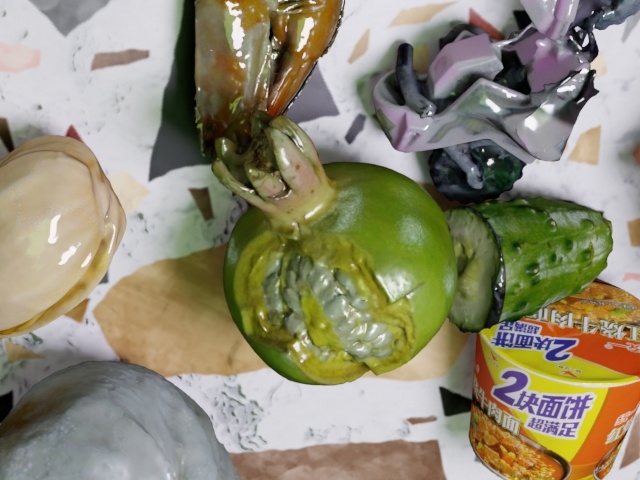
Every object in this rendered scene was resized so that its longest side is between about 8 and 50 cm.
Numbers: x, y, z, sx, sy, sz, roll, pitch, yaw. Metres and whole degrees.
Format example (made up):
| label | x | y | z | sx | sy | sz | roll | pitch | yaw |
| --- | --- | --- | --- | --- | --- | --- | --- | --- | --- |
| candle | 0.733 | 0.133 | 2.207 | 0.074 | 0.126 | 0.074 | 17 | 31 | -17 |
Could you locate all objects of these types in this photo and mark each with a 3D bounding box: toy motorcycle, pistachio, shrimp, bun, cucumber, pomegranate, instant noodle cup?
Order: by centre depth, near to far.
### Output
| label | x | y | z | sx | sy | sz | roll | pitch | yaw |
| --- | --- | --- | --- | --- | --- | --- | --- | --- | --- |
| pistachio | -0.285 | 0.007 | 1.337 | 0.229 | 0.157 | 0.157 | -45 | 118 | 13 |
| shrimp | -0.056 | -0.182 | 1.365 | 0.154 | 0.062 | 0.294 | 3 | 111 | -24 |
| pomegranate | 0.000 | 0.000 | 1.367 | 0.236 | 0.236 | 0.302 | -32 | 120 | -1 |
| toy motorcycle | 0.173 | -0.175 | 1.381 | 0.188 | 0.143 | 0.327 | 18 | 125 | -21 |
| bun | -0.195 | 0.294 | 1.385 | 0.211 | 0.362 | 0.362 | -6 | 125 | 33 |
| cucumber | 0.227 | 0.010 | 1.499 | 0.244 | 0.134 | 0.134 | -14 | 120 | -37 |
| instant noodle cup | 0.254 | 0.157 | 1.540 | 0.213 | 0.213 | 0.174 | -3 | 123 | -15 |
